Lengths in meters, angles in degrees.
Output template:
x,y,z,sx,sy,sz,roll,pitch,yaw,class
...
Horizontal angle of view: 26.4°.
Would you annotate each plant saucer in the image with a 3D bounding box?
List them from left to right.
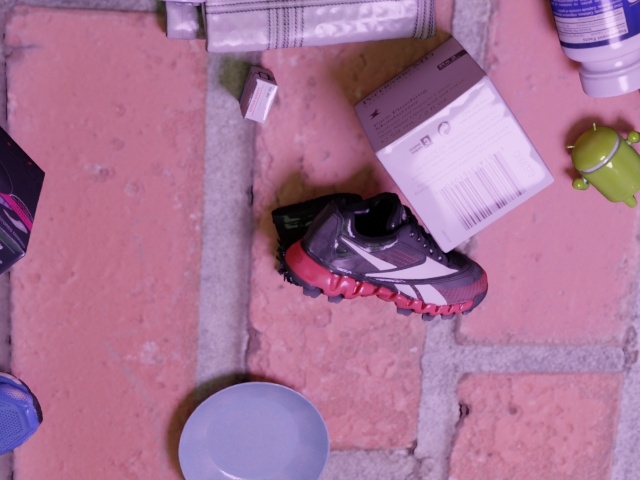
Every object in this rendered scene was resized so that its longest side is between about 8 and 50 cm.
x,y,z,sx,sy,sz,roll,pitch,yaw,class
-0.086,0.261,1.762,0.195,0.037,0.195,-3,111,-7,plant saucer

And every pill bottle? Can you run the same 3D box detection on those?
x,y,z,sx,sy,sz,roll,pitch,yaw,class
0.322,-0.266,1.567,0.112,0.112,0.186,-19,113,0,pill bottle

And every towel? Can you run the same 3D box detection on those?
x,y,z,sx,sy,sz,roll,pitch,yaw,class
-0.026,-0.367,1.512,0.324,0.056,0.312,-3,112,-6,towel

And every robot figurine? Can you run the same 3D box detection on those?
x,y,z,sx,sy,sz,roll,pitch,yaw,class
0.353,-0.092,1.664,0.115,0.067,0.101,41,110,-19,robot figurine

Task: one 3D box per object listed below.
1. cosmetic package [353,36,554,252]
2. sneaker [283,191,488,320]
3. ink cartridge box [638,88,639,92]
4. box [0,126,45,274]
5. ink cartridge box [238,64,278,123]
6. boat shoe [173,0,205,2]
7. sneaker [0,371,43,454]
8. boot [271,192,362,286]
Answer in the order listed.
x,y,z,sx,sy,sz,roll,pitch,yaw,class
0.148,-0.113,1.565,0.151,0.183,0.151,-34,112,7,cosmetic package
0.099,0.015,1.629,0.276,0.097,0.135,12,118,-28,sneaker
0.511,-0.073,1.621,0.115,0.198,0.273,-31,112,5,ink cartridge box
-0.409,-0.048,1.470,0.143,0.270,0.165,-37,111,8,box
-0.071,-0.166,1.570,0.028,0.083,0.048,17,109,-13,ink cartridge box
-0.245,-0.313,1.478,0.258,0.095,0.084,7,104,-1,boat shoe
-0.495,0.257,1.647,0.330,0.147,0.129,-16,113,-2,sneaker
0.000,0.000,1.667,0.121,0.045,0.099,-13,113,0,boot
